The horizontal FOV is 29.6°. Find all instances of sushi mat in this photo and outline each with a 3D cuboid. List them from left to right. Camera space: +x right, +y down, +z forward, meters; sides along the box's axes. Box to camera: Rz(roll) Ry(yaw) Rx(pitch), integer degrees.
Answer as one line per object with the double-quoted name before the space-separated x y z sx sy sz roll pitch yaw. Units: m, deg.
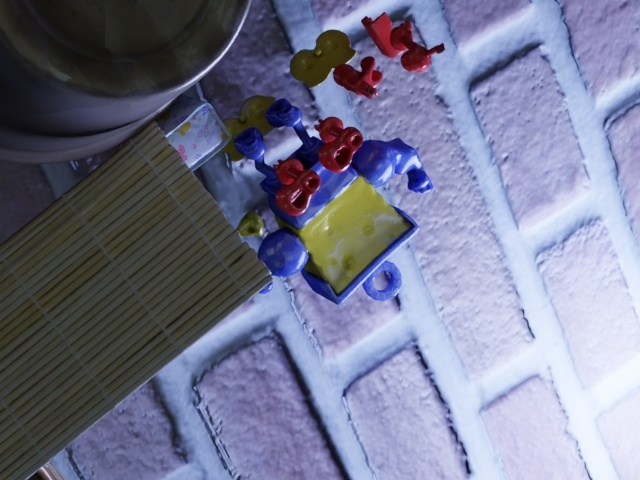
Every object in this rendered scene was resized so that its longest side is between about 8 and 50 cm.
"sushi mat" -0.200 0.067 0.907 0.316 0.019 0.151 -39 93 1

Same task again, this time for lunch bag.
"lunch bag" -0.129 -0.082 1.041 0.083 0.071 0.053 -40 119 -16

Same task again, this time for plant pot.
"plant pot" -0.184 -0.205 0.872 0.323 0.280 0.323 -5 101 -26

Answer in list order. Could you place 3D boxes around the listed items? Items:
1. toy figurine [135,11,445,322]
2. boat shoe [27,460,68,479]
"toy figurine" 0.000 0.000 1.064 0.362 0.191 0.217 -44 121 -11
"boat shoe" -0.284 0.183 0.989 0.122 0.120 0.324 -45 116 -12
